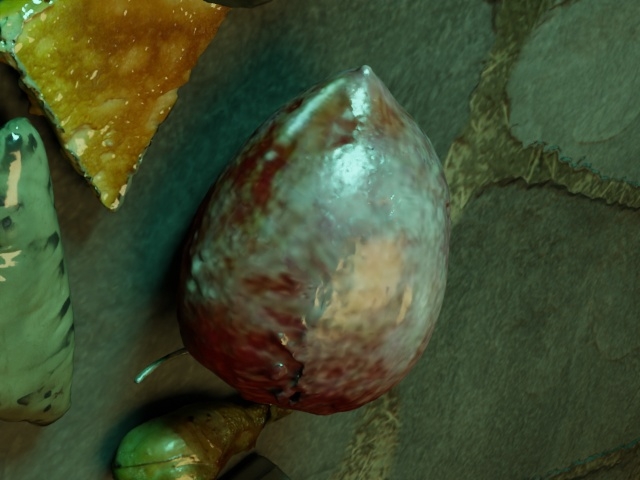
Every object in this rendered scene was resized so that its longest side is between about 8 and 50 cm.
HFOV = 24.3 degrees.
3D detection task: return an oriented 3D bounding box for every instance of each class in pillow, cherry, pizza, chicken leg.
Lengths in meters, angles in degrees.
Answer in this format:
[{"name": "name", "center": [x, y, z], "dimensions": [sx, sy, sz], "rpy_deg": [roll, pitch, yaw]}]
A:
[{"name": "pillow", "center": [-0.190, 0.039, 0.881], "dimensions": [0.093, 0.051, 0.241], "rpy_deg": [-32, 143, -32]}, {"name": "cherry", "center": [0.000, 0.000, 0.989], "dimensions": [0.192, 0.175, 0.250], "rpy_deg": [-3, 119, -38]}, {"name": "pizza", "center": [-0.115, -0.100, 0.874], "dimensions": [0.184, 0.036, 0.176], "rpy_deg": [-34, 143, -33]}, {"name": "chicken leg", "center": [-0.084, 0.155, 1.119], "dimensions": [0.178, 0.070, 0.093], "rpy_deg": [-27, 138, -52]}]

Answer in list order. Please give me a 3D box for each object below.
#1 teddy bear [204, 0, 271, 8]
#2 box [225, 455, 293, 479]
[{"name": "teddy bear", "center": [-0.022, -0.229, 0.810], "dimensions": [0.251, 0.144, 0.171], "rpy_deg": [-48, -175, -40]}, {"name": "box", "center": [-0.115, 0.279, 1.187], "dimensions": [0.243, 0.055, 0.103], "rpy_deg": [-36, 142, -27]}]
